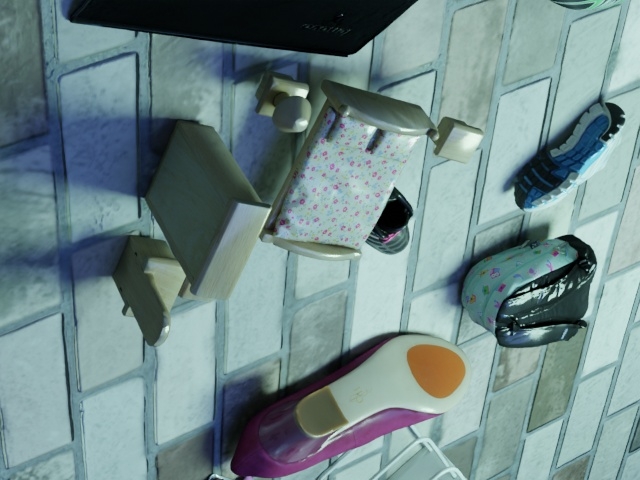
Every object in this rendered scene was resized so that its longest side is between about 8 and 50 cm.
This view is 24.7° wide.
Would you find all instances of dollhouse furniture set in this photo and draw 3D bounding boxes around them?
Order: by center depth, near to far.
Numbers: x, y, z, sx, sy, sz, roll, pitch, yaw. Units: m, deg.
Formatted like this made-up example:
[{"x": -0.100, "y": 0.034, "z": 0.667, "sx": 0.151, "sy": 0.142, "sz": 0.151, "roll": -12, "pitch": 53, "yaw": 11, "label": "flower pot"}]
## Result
[{"x": 0.000, "y": 0.000, "z": 1.608, "sx": 0.355, "sy": 0.174, "sz": 0.303, "roll": 10, "pitch": 120, "yaw": -33, "label": "dollhouse furniture set"}]

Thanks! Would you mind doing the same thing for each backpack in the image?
[{"x": 0.292, "y": 0.075, "z": 2.065, "sx": 0.182, "sy": 0.115, "sz": 0.152, "roll": -19, "pitch": 125, "yaw": -28, "label": "backpack"}]

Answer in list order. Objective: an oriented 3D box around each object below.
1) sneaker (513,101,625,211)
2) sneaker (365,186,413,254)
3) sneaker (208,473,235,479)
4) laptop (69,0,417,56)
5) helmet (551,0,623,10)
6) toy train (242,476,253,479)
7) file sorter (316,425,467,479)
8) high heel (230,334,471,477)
[{"x": 0.345, "y": -0.098, "z": 1.987, "sx": 0.191, "sy": 0.071, "sz": 0.083, "roll": -40, "pitch": 149, "yaw": -4, "label": "sneaker"}, {"x": 0.081, "y": -0.024, "z": 1.802, "sx": 0.063, "sy": 0.075, "sz": 0.170, "roll": -38, "pitch": 143, "yaw": -8, "label": "sneaker"}, {"x": -0.161, "y": 0.357, "z": 1.975, "sx": 0.118, "sy": 0.042, "sz": 0.067, "roll": -19, "pitch": 141, "yaw": -41, "label": "sneaker"}, {"x": -0.007, "y": -0.392, "z": 1.411, "sx": 0.382, "sy": 0.236, "sz": 0.408, "roll": 0, "pitch": 97, "yaw": -44, "label": "laptop"}, {"x": 0.304, "y": -0.339, "z": 1.631, "sx": 0.169, "sy": 0.161, "sz": 0.169, "roll": -25, "pitch": 140, "yaw": -24, "label": "helmet"}, {"x": -0.064, "y": 0.390, "z": 2.033, "sx": 0.046, "sy": 0.125, "sz": 0.166, "roll": -45, "pitch": 147, "yaw": 4, "label": "toy train"}, {"x": 0.149, "y": 0.415, "z": 2.132, "sx": 0.193, "sy": 0.277, "sz": 0.173, "roll": -41, "pitch": 139, "yaw": -4, "label": "file sorter"}, {"x": 0.044, "y": 0.229, "z": 2.028, "sx": 0.377, "sy": 0.127, "sz": 0.181, "roll": -9, "pitch": 160, "yaw": -43, "label": "high heel"}]
